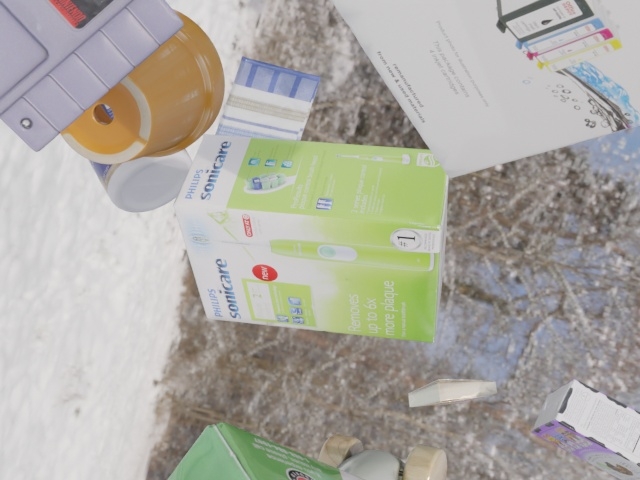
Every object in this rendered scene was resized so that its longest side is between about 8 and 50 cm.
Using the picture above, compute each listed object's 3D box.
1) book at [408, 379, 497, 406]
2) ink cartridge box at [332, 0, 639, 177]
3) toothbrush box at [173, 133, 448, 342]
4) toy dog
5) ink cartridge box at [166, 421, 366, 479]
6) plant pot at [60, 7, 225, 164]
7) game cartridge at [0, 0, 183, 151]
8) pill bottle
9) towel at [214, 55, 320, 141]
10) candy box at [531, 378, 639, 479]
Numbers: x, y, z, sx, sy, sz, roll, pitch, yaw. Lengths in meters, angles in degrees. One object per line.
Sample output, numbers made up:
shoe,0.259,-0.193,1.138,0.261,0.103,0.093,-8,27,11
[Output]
book,0.210,0.249,1.261,0.144,0.096,0.035,126,-38,-68
ink cartridge box,0.165,-0.179,0.519,0.233,0.168,0.171,-14,-145,40
toothbrush box,0.000,0.000,0.904,0.206,0.283,0.122,85,16,-48
toy dog,0.029,0.355,0.940,0.220,0.334,0.160,7,-78,46
ink cartridge box,0.041,0.236,0.368,0.117,0.201,0.278,-53,-140,3
plant pot,-0.249,-0.190,1.023,0.188,0.205,0.205,-68,180,-63
game cartridge,-0.336,-0.292,0.798,0.230,0.355,0.068,-39,-153,6
pill bottle,-0.344,-0.190,1.369,0.264,0.153,0.153,55,-40,26
towel,-0.129,-0.252,1.731,0.034,0.209,0.284,48,-56,48
candy box,0.423,0.287,1.131,0.070,0.196,0.165,-60,168,-15
